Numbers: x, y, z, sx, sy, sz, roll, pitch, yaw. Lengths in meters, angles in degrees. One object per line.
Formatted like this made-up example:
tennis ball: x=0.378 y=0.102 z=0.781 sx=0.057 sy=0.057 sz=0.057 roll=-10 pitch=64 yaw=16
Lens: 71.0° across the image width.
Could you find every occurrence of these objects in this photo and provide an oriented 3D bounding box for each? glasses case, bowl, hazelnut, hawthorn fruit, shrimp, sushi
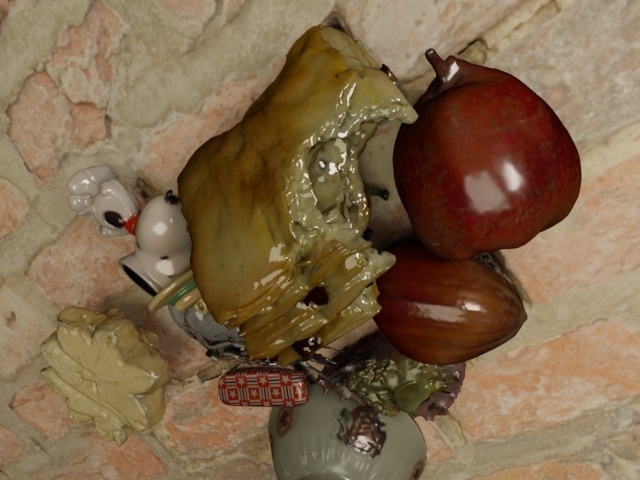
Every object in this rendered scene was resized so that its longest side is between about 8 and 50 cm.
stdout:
glasses case: x=-0.111 y=0.286 z=0.882 sx=0.194 sy=0.049 sz=0.073 roll=-7 pitch=92 yaw=21
bowl: x=0.035 y=0.453 z=0.870 sx=0.337 sy=0.157 sz=0.337 roll=6 pitch=116 yaw=11
hazelnut: x=0.169 y=0.081 z=0.629 sx=0.181 sy=0.212 sz=0.181 roll=-32 pitch=74 yaw=13
hawthorn fruit: x=0.179 y=-0.106 z=0.525 sx=0.208 sy=0.208 sz=0.248 roll=-15 pitch=109 yaw=21
shrimp: x=-0.119 y=0.167 z=0.791 sx=0.343 sy=0.116 sz=0.145 roll=17 pitch=120 yaw=14
sushi: x=0.124 y=0.210 z=0.757 sx=0.241 sy=0.107 sz=0.161 roll=15 pitch=115 yaw=8

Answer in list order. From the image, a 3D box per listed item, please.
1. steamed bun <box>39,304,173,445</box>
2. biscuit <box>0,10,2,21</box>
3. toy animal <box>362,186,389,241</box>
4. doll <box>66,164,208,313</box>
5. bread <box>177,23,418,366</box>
steamed bun: x=-0.409 y=0.247 z=0.899 sx=0.292 sy=0.137 sz=0.295 roll=-18 pitch=102 yaw=26
biscuit: x=-0.595 y=-0.370 z=0.693 sx=0.199 sy=0.040 sz=0.121 roll=41 pitch=121 yaw=-6
toy animal: x=0.002 y=-0.001 z=0.703 sx=0.176 sy=0.073 sz=0.217 roll=22 pitch=116 yaw=21
doll: x=-0.283 y=-0.004 z=0.730 sx=0.271 sy=0.144 sz=0.208 roll=15 pitch=118 yaw=29
bread: x=-0.039 y=-0.049 z=0.555 sx=0.370 sy=0.191 sz=0.314 roll=-48 pitch=53 yaw=30
